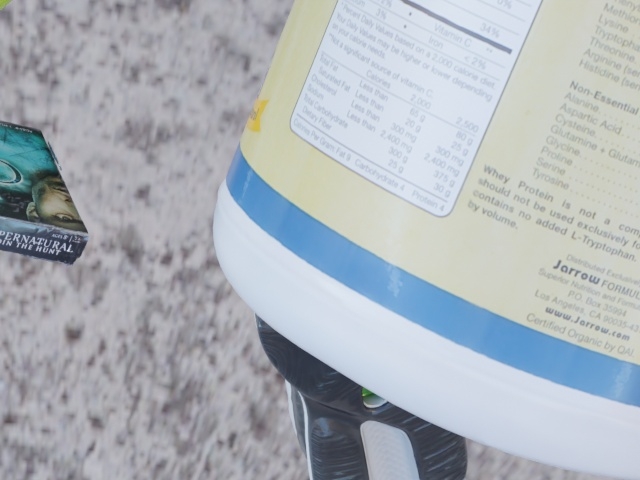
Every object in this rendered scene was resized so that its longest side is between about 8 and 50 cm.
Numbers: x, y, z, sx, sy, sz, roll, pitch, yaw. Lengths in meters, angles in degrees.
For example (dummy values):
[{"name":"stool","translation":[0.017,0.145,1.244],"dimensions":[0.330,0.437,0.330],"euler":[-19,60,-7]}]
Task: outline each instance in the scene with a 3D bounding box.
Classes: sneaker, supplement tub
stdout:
[{"name":"sneaker","translation":[-0.001,0.001,1.491],"dimensions":[0.169,0.447,0.257],"euler":[-15,42,-12]},{"name":"supplement tub","translation":[0.071,-0.059,0.466],"dimensions":[0.144,0.144,0.199],"euler":[23,103,0]}]

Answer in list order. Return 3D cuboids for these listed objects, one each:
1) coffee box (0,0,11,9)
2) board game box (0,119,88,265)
[{"name":"coffee box","translation":[-0.237,-0.268,0.766],"dimensions":[0.334,0.338,0.337],"euler":[-40,116,6]},{"name":"board game box","translation":[-0.238,-0.045,1.141],"dimensions":[0.186,0.026,0.126],"euler":[12,28,-31]}]
